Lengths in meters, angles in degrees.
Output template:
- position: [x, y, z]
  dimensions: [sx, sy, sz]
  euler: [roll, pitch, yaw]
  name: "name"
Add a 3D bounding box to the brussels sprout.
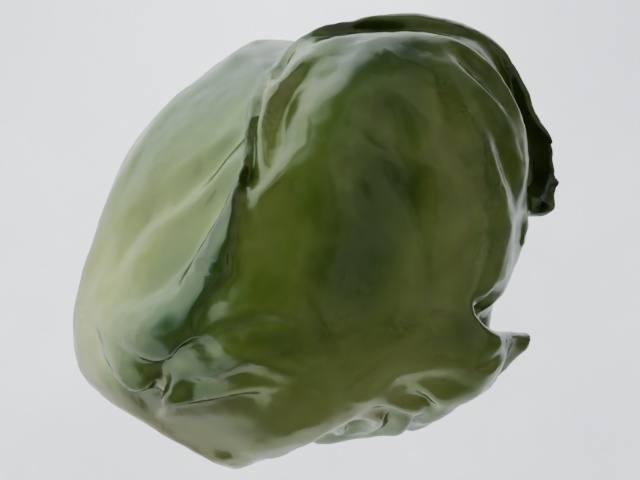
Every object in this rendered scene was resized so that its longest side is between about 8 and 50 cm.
- position: [-0.001, -0.001, 0.746]
  dimensions: [0.227, 0.259, 0.294]
  euler: [40, -89, -21]
  name: "brussels sprout"
